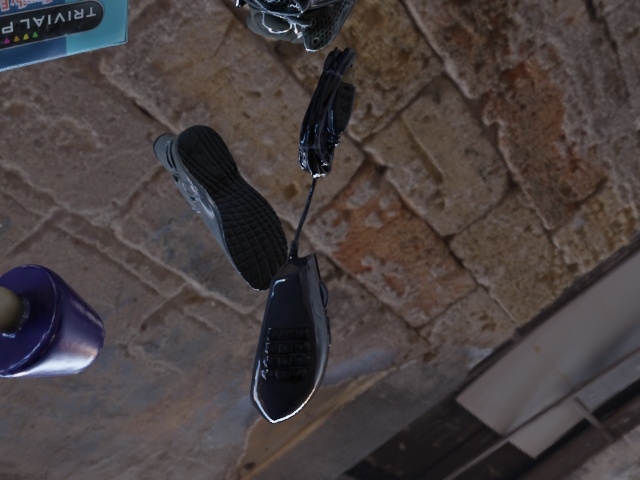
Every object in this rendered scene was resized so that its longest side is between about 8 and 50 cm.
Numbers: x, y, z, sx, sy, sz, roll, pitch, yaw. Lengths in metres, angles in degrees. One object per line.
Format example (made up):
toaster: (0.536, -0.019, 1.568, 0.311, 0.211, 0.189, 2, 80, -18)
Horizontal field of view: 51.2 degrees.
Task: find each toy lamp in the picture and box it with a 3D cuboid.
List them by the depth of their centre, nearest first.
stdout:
toy lamp: (-0.228, 0.024, 0.374, 0.080, 0.080, 0.275, 55, -172, 32)

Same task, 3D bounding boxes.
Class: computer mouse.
computer mouse: (0.000, 0.000, 0.420, 0.041, 0.242, 0.071, 12, -173, 11)

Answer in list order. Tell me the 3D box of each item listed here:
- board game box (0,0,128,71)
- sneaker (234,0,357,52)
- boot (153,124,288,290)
board game box: (-0.276, -0.297, 0.536, 0.254, 0.336, 0.079, -29, -116, -38)
sneaker: (-0.025, -0.175, 0.408, 0.087, 0.130, 0.227, 32, -151, 13)
boot: (-0.140, -0.049, 0.937, 0.246, 0.083, 0.161, 62, 160, -13)
